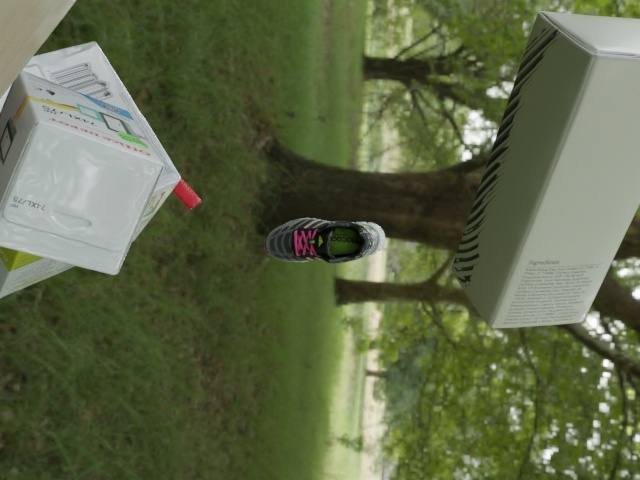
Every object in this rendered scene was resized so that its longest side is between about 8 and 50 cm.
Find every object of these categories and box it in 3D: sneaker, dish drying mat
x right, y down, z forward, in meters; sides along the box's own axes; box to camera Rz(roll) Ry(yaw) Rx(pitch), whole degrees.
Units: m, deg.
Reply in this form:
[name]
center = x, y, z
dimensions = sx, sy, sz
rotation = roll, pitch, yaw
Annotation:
[sneaker]
center = 0.000, 0.000, 1.078
dimensions = 0.075, 0.170, 0.063
rotation = -9, 98, -77
[dish drying mat]
center = -0.284, -0.101, 1.630
dimensions = 0.032, 0.083, 0.008
rotation = -39, 163, -18

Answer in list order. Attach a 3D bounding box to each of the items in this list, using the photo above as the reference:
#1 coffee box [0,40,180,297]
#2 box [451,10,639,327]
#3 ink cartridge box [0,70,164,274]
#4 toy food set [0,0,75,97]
[coffee box]
center = -0.552, -0.137, 1.582
dimensions = 0.338, 0.338, 0.334
rotation = 58, -37, 6
[box]
center = 0.215, -0.054, 0.701
dimensions = 0.094, 0.113, 0.275
rotation = -116, -148, -50
[ink cartridge box]
center = -0.396, -0.109, 1.227
dimensions = 0.197, 0.198, 0.270
rotation = -62, -146, 14
[toy food set]
center = -0.422, -0.255, 0.878
dimensions = 0.306, 0.092, 0.219
rotation = -48, 165, 11
